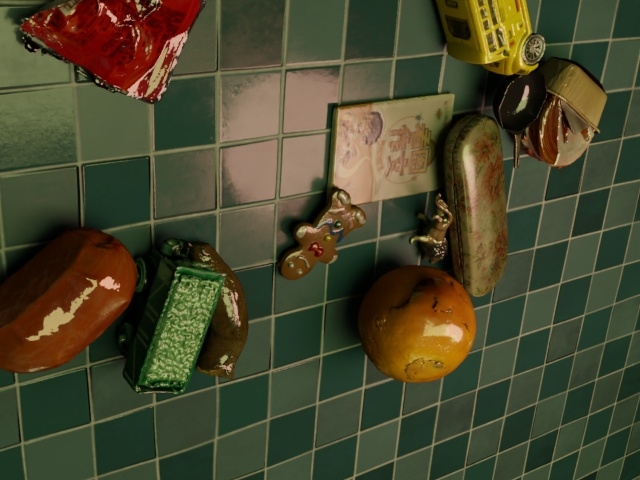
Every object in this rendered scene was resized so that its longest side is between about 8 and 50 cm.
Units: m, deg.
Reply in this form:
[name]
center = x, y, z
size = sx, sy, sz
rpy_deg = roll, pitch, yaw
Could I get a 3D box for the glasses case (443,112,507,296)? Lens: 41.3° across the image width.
[glasses case]
center = 0.336, -0.068, 1.828
size = 0.156, 0.098, 0.425
rpy_deg = -38, 131, -35

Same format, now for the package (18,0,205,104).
[package]
center = -0.304, -0.320, 1.261
size = 0.269, 0.071, 0.194
rpy_deg = 19, 114, -44

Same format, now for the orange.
[orange]
center = 0.198, 0.173, 1.754
size = 0.246, 0.246, 0.246
rpy_deg = -16, 121, -30

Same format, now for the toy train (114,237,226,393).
[toy train]
center = -0.273, 0.132, 1.450
size = 0.115, 0.154, 0.270
rpy_deg = 12, 105, -37

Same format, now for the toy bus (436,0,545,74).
[toy bus]
center = 0.303, -0.446, 1.594
size = 0.152, 0.144, 0.330
rpy_deg = -36, 128, -17

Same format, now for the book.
[book]
center = 0.142, -0.180, 1.690
size = 0.295, 0.020, 0.208
rpy_deg = -13, 118, -32

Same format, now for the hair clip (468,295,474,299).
[hair clip]
center = 0.307, 0.160, 1.968
size = 0.229, 0.039, 0.070
rpy_deg = -33, 126, -21

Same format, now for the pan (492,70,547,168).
[pan]
center = 0.388, -0.255, 1.742
size = 0.128, 0.048, 0.202
rpy_deg = 6, 113, -37

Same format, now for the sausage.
[sausage]
center = -0.411, 0.096, 1.329
size = 0.268, 0.153, 0.141
rpy_deg = -44, 137, -10

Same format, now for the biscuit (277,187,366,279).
[biscuit]
center = 0.000, 0.000, 1.654
size = 0.205, 0.031, 0.138
rpy_deg = -44, 138, -1

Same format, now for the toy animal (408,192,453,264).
[toy animal]
center = 0.232, -0.033, 1.782
size = 0.220, 0.086, 0.069
rpy_deg = 87, 12, -56

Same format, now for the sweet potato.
[sweet potato]
center = -0.188, 0.133, 1.557
size = 0.112, 0.085, 0.286
rpy_deg = -18, 121, -23

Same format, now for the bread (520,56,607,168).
[bread]
center = 0.520, -0.269, 1.843
size = 0.224, 0.142, 0.212
rpy_deg = 25, 93, -42
